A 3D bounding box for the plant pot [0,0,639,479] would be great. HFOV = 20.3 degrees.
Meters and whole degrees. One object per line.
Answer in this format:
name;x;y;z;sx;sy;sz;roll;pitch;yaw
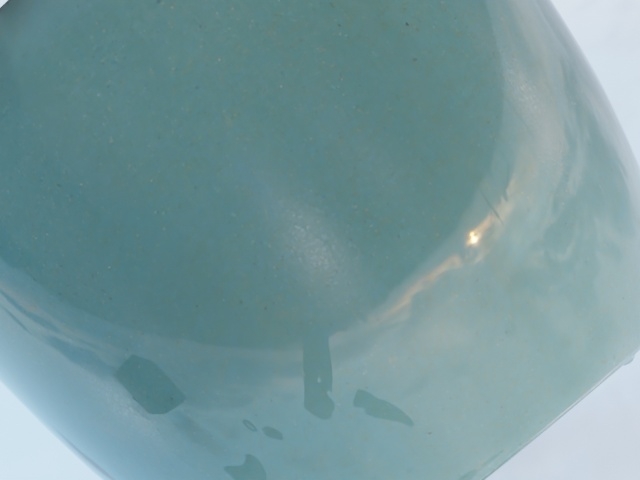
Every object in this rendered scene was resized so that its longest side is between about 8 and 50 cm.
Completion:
plant pot;0.000;0.000;0.738;0.293;0.235;0.293;-38;173;-6
